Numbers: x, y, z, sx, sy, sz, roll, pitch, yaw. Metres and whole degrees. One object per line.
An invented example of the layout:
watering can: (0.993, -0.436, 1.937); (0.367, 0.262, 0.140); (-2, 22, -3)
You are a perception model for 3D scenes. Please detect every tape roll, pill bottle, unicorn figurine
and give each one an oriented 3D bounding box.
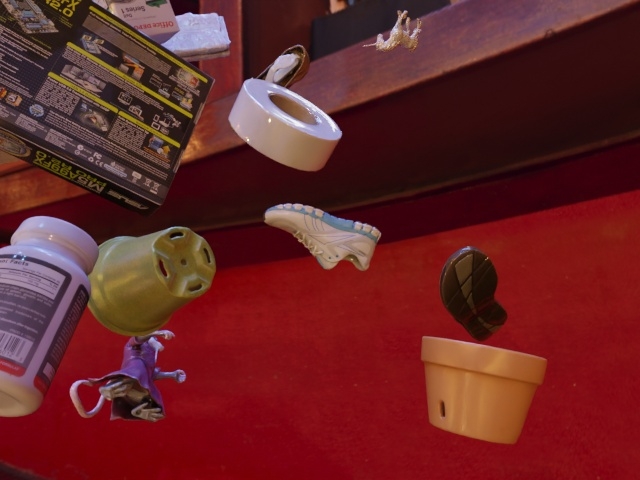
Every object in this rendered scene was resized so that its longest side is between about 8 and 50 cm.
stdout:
tape roll: (-0.088, -0.301, 1.298); (0.286, 0.286, 0.100); (47, 120, 27)
pill bottle: (-0.594, 0.141, 1.000); (0.210, 0.210, 0.363); (-18, 44, 27)
unicorn figurine: (0.208, -0.544, 1.322); (0.060, 0.162, 0.111); (36, 114, 57)

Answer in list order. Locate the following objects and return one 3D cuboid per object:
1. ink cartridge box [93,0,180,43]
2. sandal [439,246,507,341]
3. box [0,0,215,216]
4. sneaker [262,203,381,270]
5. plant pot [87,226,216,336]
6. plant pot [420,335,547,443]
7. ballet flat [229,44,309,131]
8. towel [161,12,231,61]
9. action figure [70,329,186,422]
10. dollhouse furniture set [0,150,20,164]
ink cartridge box: (-0.470, -0.603, 1.240); (0.093, 0.160, 0.219); (-3, 112, 47)
sandal: (0.227, 0.080, 0.757); (0.090, 0.219, 0.060); (-39, 44, 5)
box: (-0.290, -0.183, 0.616); (0.060, 0.270, 0.216); (-23, 46, 50)
sneaker: (0.000, 0.000, 0.775); (0.191, 0.071, 0.083); (15, 77, -10)
plant pot: (-0.414, 0.086, 1.273); (0.254, 0.276, 0.276); (-21, 71, 38)
plant pot: (0.377, 0.358, 1.199); (0.291, 0.291, 0.203); (4, 78, 31)
ballet flat: (-0.154, -0.469, 1.507); (0.116, 0.124, 0.342); (42, 76, 6)
towel: (-0.402, -0.570, 1.415); (0.282, 0.049, 0.187); (-13, 55, -9)
action figure: (-0.574, 0.411, 1.557); (0.370, 0.276, 0.248); (-123, 25, -63)
dollhouse furniture set: (-0.574, -0.243, 0.988); (0.123, 0.151, 0.144); (-12, 109, -1)
